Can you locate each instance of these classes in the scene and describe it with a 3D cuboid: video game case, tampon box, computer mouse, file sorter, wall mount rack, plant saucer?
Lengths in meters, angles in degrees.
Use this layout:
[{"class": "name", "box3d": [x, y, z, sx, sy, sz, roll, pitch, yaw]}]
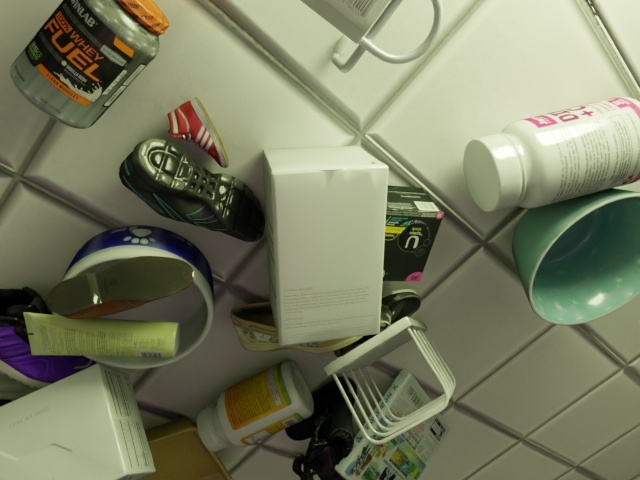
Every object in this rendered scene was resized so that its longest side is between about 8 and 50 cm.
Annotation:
[{"class": "video game case", "box3d": [0.209, 0.551, 1.196, 0.300, 0.036, 0.329, -49, 127, -19]}, {"class": "tampon box", "box3d": [0.142, -0.012, 0.857, 0.120, 0.101, 0.161, 2, 122, -14]}, {"class": "computer mouse", "box3d": [0.065, 0.606, 1.224, 0.272, 0.188, 0.072, -14, 108, -15]}, {"class": "file sorter", "box3d": [0.167, 0.292, 0.946, 0.193, 0.173, 0.278, -34, 159, 10]}, {"class": "wall mount rack", "box3d": [0.036, -0.407, 0.566, 0.350, 0.130, 0.304, 28, 116, -27]}, {"class": "plant saucer", "box3d": [-0.410, 0.581, 1.127, 0.333, 0.081, 0.333, -17, 124, -2]}]

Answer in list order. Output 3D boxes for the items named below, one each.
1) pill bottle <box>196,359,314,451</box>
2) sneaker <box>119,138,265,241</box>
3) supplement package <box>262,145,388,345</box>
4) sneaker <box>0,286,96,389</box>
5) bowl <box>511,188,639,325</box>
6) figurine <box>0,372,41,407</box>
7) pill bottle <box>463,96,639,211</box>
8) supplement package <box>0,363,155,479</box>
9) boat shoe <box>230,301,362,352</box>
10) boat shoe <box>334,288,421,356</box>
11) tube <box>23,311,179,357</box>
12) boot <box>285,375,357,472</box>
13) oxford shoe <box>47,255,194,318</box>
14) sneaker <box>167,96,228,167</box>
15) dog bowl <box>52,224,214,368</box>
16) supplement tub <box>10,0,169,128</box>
[{"class": "pill bottle", "box3d": [-0.151, 0.387, 1.028, 0.246, 0.136, 0.136, -26, 125, 4]}, {"class": "sneaker", "box3d": [-0.208, -0.073, 0.756, 0.106, 0.101, 0.267, -20, 139, 37]}, {"class": "supplement package", "box3d": [0.000, 0.000, 0.760, 0.177, 0.175, 0.293, -4, 113, -10]}, {"class": "sneaker", "box3d": [-0.532, 0.165, 0.811, 0.146, 0.102, 0.293, -44, 122, 15]}, {"class": "bowl", "box3d": [0.534, 0.007, 0.928, 0.311, 0.163, 0.311, -6, 124, -9]}, {"class": "figurine", "box3d": [-0.586, 0.332, 0.927, 0.209, 0.092, 0.215, 18, 116, -32]}, {"class": "pill bottle", "box3d": [0.419, -0.148, 0.800, 0.283, 0.160, 0.160, -14, 125, -4]}, {"class": "supplement package", "box3d": [-0.474, 0.383, 0.807, 0.262, 0.204, 0.145, -24, 157, -9]}, {"class": "boat shoe", "box3d": [-0.041, 0.164, 0.899, 0.285, 0.104, 0.089, -10, 130, 9]}, {"class": "boat shoe", "box3d": [0.121, 0.179, 0.955, 0.233, 0.079, 0.084, -22, 118, -14]}, {"class": "tube", "box3d": [-0.365, 0.162, 0.755, 0.240, 0.062, 0.070, 4, 78, -10]}, {"class": "boot", "box3d": [-0.014, 0.452, 1.048, 0.246, 0.207, 0.094, -42, 98, 20]}, {"class": "oxford shoe", "box3d": [-0.307, 0.078, 0.714, 0.212, 0.076, 0.076, -11, 154, -8]}, {"class": "sneaker", "box3d": [-0.198, -0.161, 0.714, 0.067, 0.042, 0.118, -25, 117, -1]}, {"class": "dog bowl", "box3d": [-0.331, 0.107, 0.821, 0.265, 0.104, 0.265, -6, 124, -9]}, {"class": "supplement tub", "box3d": [-0.297, -0.251, 0.586, 0.190, 0.117, 0.117, -41, 122, 14]}]
